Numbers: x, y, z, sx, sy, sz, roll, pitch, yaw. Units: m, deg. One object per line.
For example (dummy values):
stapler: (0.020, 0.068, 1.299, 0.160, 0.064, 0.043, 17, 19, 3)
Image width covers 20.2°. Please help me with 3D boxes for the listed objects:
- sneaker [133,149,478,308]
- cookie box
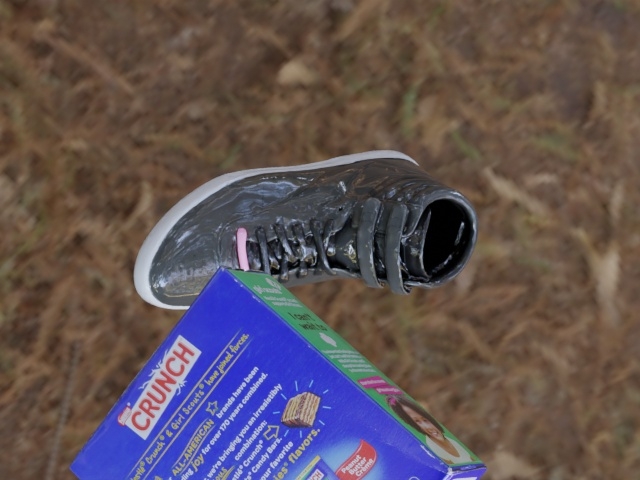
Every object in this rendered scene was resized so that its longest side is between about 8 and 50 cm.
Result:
sneaker: (0.000, 0.000, 1.474, 0.296, 0.147, 0.104, -17, 114, -29)
cookie box: (-0.015, 0.076, 0.606, 0.107, 0.092, 0.040, 41, 10, 20)
